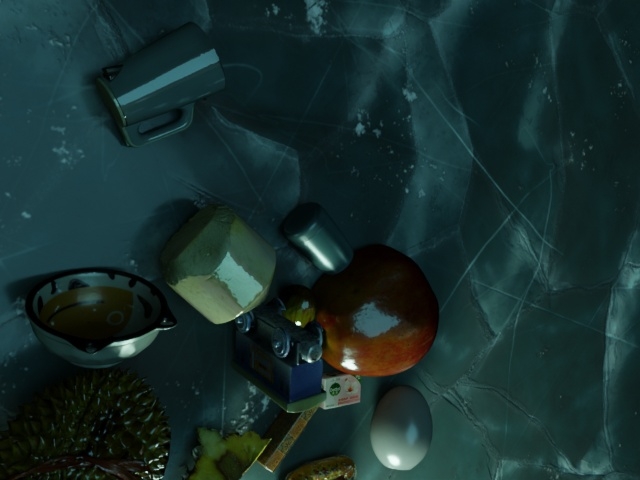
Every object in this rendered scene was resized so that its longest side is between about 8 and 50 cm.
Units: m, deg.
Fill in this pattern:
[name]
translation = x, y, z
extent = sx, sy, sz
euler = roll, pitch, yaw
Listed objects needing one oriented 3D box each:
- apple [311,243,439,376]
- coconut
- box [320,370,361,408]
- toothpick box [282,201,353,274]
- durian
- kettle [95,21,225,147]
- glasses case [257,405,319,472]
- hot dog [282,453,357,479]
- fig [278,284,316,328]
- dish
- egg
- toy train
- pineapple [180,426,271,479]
[apple]
translation = 0.147, 0.202, 1.875
extent = 0.365, 0.295, 0.328
euler = -15, 63, -29
[coconut]
translation = -0.217, 0.064, 1.553
extent = 0.244, 0.239, 0.239
euler = 46, 72, -23
[box]
translation = 0.051, 0.408, 1.885
extent = 0.125, 0.043, 0.089
euler = -4, 99, -33
[toothpick box]
translation = 0.000, 0.000, 1.753
extent = 0.120, 0.120, 0.184
euler = -53, 124, -16
[durian]
translation = -0.477, 0.440, 1.365
extent = 0.347, 0.348, 0.384
euler = 65, 26, -22
[kettle]
translation = -0.343, -0.326, 1.484
extent = 0.243, 0.160, 0.210
euler = -33, 142, -18
[glasses case]
translation = -0.086, 0.494, 1.789
extent = 0.218, 0.075, 0.049
euler = -53, 123, -16
[hot dog]
translation = -0.007, 0.663, 1.868
extent = 0.253, 0.069, 0.131
euler = -14, 103, -32
[fig]
translation = -0.064, 0.188, 1.747
extent = 0.109, 0.103, 0.154
euler = -28, 132, -74
[dish]
translation = -0.455, 0.175, 1.405
extent = 0.303, 0.303, 0.120
euler = -6, 121, -33
[egg]
translation = 0.231, 0.527, 1.942
extent = 0.176, 0.176, 0.231
euler = 15, 80, -34
[toy train]
translation = -0.105, 0.262, 1.617
extent = 0.131, 0.300, 0.201
euler = -7, 108, -34
[pineapple]
translation = -0.267, 0.550, 1.679
extent = 0.164, 0.139, 0.250
euler = 36, 54, 10
